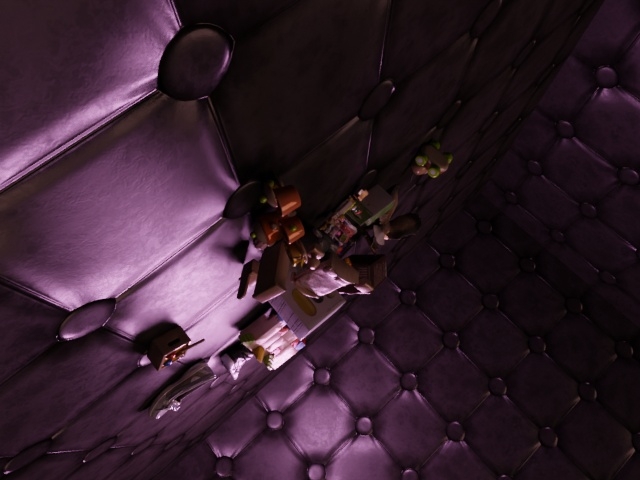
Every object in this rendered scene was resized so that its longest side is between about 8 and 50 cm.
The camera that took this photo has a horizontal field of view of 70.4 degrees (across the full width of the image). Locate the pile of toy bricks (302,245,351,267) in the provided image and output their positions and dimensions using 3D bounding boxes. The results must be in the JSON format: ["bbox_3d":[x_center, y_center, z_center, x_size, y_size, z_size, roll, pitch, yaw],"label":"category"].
[{"bbox_3d":[0.027,0.070,1.775,0.212,0.118,0.105,-13,159,-25],"label":"pile of toy bricks"}]

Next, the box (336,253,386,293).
[{"bbox_3d":[0.189,0.154,2.191,0.381,0.191,0.143,-22,110,-70],"label":"box"}]

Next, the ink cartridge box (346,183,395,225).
[{"bbox_3d":[0.201,-0.137,1.911,0.209,0.109,0.062,-37,160,-22],"label":"ink cartridge box"}]

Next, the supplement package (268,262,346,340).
[{"bbox_3d":[-0.074,0.228,1.844,0.199,0.262,0.198,-36,169,-25],"label":"supplement package"}]

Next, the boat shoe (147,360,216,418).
[{"bbox_3d":[-0.604,0.663,1.972,0.320,0.103,0.118,-40,162,-12],"label":"boat shoe"}]

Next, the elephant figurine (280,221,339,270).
[{"bbox_3d":[-0.066,0.021,1.653,0.169,0.239,0.186,8,101,-49],"label":"elephant figurine"}]

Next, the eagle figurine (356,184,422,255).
[{"bbox_3d":[0.327,-0.098,2.175,0.298,0.225,0.226,-34,152,2],"label":"eagle figurine"}]

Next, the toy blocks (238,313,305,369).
[{"bbox_3d":[-0.198,0.454,2.178,0.261,0.190,0.381,-37,139,-4],"label":"toy blocks"}]

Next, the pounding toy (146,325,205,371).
[{"bbox_3d":[-0.491,0.365,1.541,0.141,0.100,0.130,-25,155,-45],"label":"pounding toy"}]

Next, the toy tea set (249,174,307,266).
[{"bbox_3d":[-0.132,-0.054,1.255,0.124,0.200,0.336,-24,147,-14],"label":"toy tea set"}]

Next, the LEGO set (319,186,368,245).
[{"bbox_3d":[0.105,-0.079,1.764,0.287,0.107,0.132,-48,-173,-37],"label":"LEGO set"}]

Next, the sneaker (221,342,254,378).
[{"bbox_3d":[-0.403,0.600,2.273,0.153,0.101,0.268,-34,158,-22],"label":"sneaker"}]

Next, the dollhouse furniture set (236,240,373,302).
[{"bbox_3d":[-0.053,0.179,1.516,0.303,0.356,0.173,-29,-140,37],"label":"dollhouse furniture set"}]

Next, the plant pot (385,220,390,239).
[{"bbox_3d":[0.363,-0.053,2.507,0.081,0.083,0.081,-27,156,-44],"label":"plant pot"}]

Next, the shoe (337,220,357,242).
[{"bbox_3d":[0.116,-0.035,2.031,0.081,0.063,0.178,-49,167,0],"label":"shoe"}]

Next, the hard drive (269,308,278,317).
[{"bbox_3d":[-0.111,0.273,2.244,0.237,0.064,0.339,-27,157,-43],"label":"hard drive"}]

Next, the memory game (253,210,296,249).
[{"bbox_3d":[-0.152,-0.037,1.519,0.186,0.012,0.186,-39,163,-15],"label":"memory game"}]

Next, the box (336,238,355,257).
[{"bbox_3d":[0.087,0.051,2.174,0.169,0.059,0.054,-47,164,10],"label":"box"}]

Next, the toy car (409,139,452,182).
[{"bbox_3d":[0.471,-0.329,2.046,0.155,0.149,0.188,-44,177,-36],"label":"toy car"}]

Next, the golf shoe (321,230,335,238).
[{"bbox_3d":[0.000,0.000,1.836,0.198,0.077,0.094,-32,159,-31],"label":"golf shoe"}]
